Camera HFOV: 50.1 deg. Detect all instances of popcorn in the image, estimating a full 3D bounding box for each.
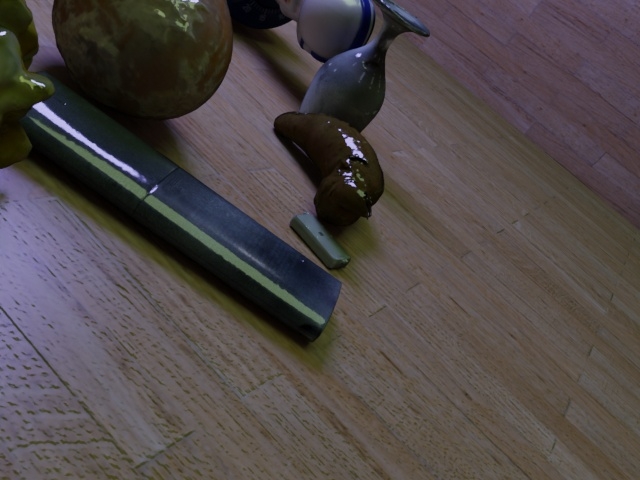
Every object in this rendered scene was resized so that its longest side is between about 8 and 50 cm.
[{"bbox_3d":[-0.306,-0.146,0.531,0.185,0.167,0.188,30,57,-66],"label":"popcorn"}]

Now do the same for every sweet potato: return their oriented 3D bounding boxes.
[{"bbox_3d":[0.027,-0.101,0.957,0.124,0.098,0.310,14,30,-27],"label":"sweet potato"}]

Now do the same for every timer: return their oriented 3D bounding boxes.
[{"bbox_3d":[-0.041,-0.462,1.259,0.270,0.270,0.384,2,40,-51],"label":"timer"}]

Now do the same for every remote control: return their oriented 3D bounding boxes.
[{"bbox_3d":[-0.145,-0.036,0.682,0.377,0.044,0.107,35,23,-5],"label":"remote control"}]

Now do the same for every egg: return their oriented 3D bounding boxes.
[{"bbox_3d":[-0.196,-0.239,0.779,0.203,0.203,0.245,10,35,-44],"label":"egg"}]

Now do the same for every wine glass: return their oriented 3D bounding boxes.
[{"bbox_3d":[0.066,-0.275,1.127,0.126,0.241,0.126,29,28,-17],"label":"wine glass"}]

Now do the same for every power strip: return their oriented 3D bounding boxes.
[{"bbox_3d":[0.000,0.000,0.838,0.090,0.016,0.040,48,27,21],"label":"power strip"}]
